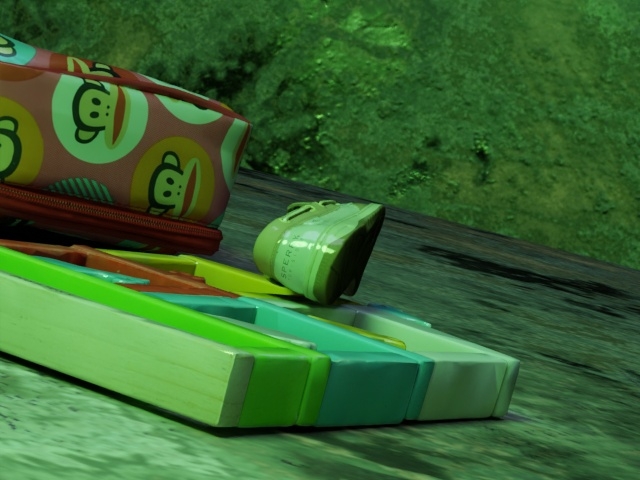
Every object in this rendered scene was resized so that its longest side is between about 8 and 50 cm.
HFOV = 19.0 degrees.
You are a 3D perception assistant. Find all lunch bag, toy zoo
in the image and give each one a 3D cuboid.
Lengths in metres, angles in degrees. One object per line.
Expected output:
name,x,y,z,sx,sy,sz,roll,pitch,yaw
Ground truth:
lunch bag,-0.188,-0.074,1.212,0.258,0.120,0.293,11,5,-41
toy zoo,-0.039,0.039,0.839,0.192,0.030,0.293,16,5,29

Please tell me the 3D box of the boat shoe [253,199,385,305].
boat shoe,0.000,0.000,0.918,0.045,0.050,0.135,20,5,8
